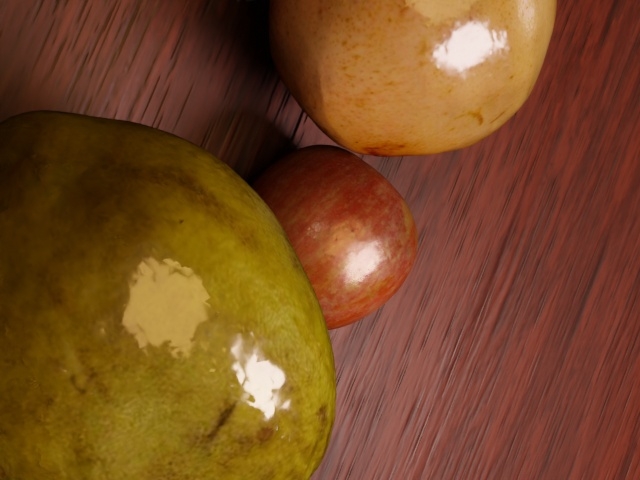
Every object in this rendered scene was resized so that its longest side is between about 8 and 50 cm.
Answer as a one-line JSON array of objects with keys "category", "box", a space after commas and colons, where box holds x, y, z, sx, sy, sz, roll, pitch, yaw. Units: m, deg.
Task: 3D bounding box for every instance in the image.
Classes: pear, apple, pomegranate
[{"category": "pear", "box": [-0.178, 0.079, 0.936, 0.352, 0.352, 0.413, -45, 107, -18]}, {"category": "apple", "box": [0.000, 0.000, 1.112, 0.174, 0.188, 0.188, -42, 116, -11]}, {"category": "pomegranate", "box": [0.088, -0.238, 1.045, 0.319, 0.319, 0.319, -5, 99, -31]}]
